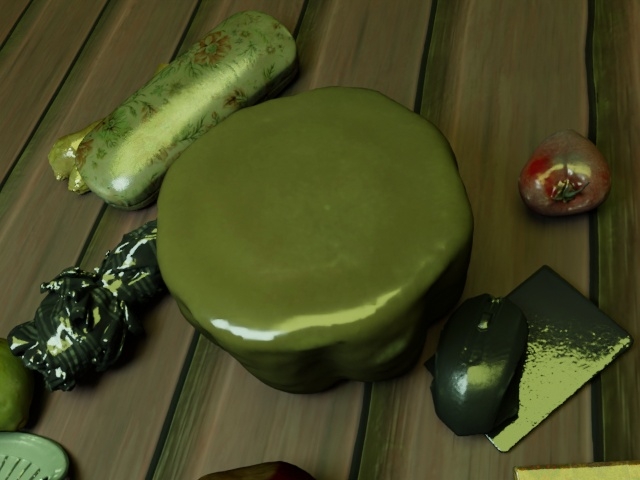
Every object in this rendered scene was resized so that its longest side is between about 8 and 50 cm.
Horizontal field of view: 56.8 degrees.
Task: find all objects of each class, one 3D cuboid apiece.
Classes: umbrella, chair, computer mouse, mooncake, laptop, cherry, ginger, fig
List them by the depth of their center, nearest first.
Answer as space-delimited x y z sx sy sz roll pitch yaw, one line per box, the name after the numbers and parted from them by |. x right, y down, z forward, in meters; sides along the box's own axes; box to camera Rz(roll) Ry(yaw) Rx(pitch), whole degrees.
0.173 0.128 0.650 0.099 0.057 0.172 8 62 31 | computer mouse
-0.436 0.348 0.666 0.204 0.190 0.274 8 69 21 | chair
0.234 0.129 0.674 0.197 0.016 0.135 -37 55 -5 | laptop
0.000 0.000 0.730 0.379 0.200 0.378 -6 56 9 | mooncake
0.308 -0.079 0.739 0.106 0.086 0.126 17 47 34 | cherry
-0.458 0.195 0.790 0.136 0.120 0.153 -42 41 -19 | fig
-0.263 0.060 0.817 0.337 0.128 0.154 -38 53 -12 | umbrella
-0.354 -0.210 1.054 0.118 0.065 0.299 41 79 15 | ginger

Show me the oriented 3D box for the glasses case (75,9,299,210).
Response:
-0.216 -0.223 0.991 0.425 0.098 0.156 -44 71 -12 | glasses case

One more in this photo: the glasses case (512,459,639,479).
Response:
0.298 0.246 0.554 0.218 0.049 0.075 -8 59 13 | glasses case

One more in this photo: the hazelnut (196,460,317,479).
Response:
-0.084 0.316 0.586 0.201 0.161 0.170 -48 31 31 | hazelnut
